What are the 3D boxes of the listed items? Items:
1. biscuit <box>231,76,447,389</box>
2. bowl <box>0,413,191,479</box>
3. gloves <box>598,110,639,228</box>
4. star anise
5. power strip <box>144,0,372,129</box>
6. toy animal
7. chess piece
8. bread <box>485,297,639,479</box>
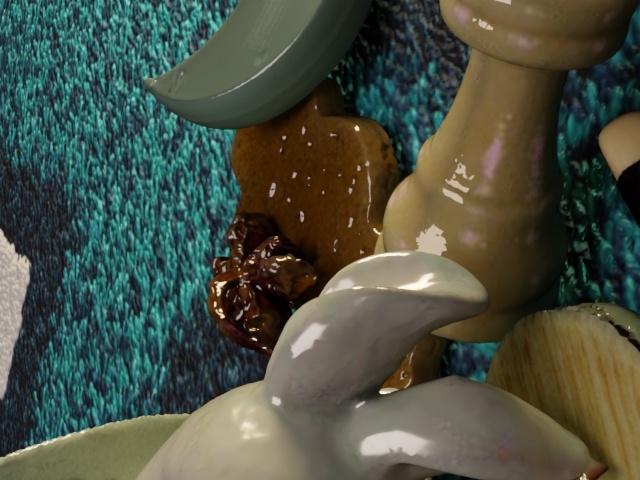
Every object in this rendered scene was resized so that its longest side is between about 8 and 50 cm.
[{"bbox_3d":[0.006,-0.005,0.855,0.319,0.047,0.183,52,128,43],"label":"biscuit"},{"bbox_3d":[-0.202,0.325,0.805,0.196,0.435,0.435,57,130,23],"label":"bowl"},{"bbox_3d":[0.221,-0.021,0.470,0.197,0.152,0.301,-28,88,42],"label":"gloves"},{"bbox_3d":[-0.044,0.045,0.817,0.097,0.070,0.191,-64,29,9],"label":"star anise"},{"bbox_3d":[-0.029,-0.199,0.880,0.168,0.054,0.253,25,85,42],"label":"power strip"},{"bbox_3d":[0.001,0.159,0.622,0.183,0.247,0.310,47,165,26],"label":"toy animal"},{"bbox_3d":[0.114,-0.129,0.569,0.117,0.117,0.397,54,145,43],"label":"chess piece"},{"bbox_3d":[0.153,0.156,0.571,0.267,0.041,0.266,172,90,-73],"label":"bread"}]
